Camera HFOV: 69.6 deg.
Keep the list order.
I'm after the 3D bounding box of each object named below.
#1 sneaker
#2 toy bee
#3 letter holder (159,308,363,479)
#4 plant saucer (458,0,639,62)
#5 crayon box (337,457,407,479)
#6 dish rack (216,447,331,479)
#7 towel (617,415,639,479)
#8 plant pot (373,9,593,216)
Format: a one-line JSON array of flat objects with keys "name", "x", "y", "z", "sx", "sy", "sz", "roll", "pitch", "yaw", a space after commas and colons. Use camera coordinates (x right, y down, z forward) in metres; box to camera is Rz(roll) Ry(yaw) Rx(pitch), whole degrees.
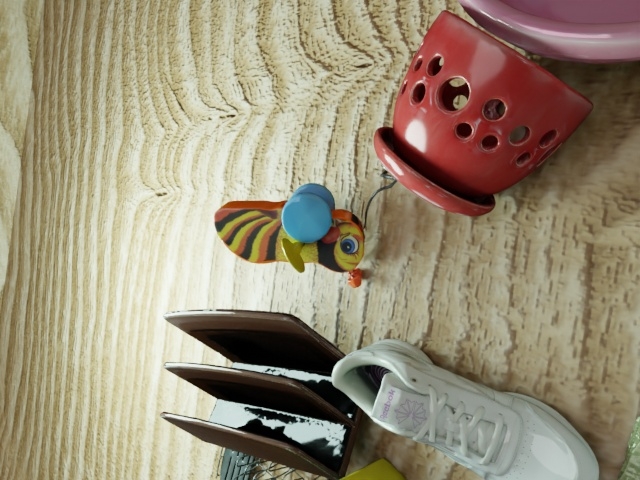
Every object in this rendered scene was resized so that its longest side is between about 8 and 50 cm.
[{"name": "sneaker", "x": 0.144, "y": 0.212, "z": 0.533, "sx": 0.305, "sy": 0.152, "sz": 0.114, "roll": 18, "pitch": 95, "yaw": 38}, {"name": "toy bee", "x": 0.000, "y": 0.000, "z": 0.673, "sx": 0.298, "sy": 0.195, "sz": 0.162, "roll": -4, "pitch": 107, "yaw": 29}, {"name": "letter holder", "x": -0.117, "y": 0.214, "z": 0.681, "sx": 0.302, "sy": 0.214, "sz": 0.152, "roll": -7, "pitch": 48, "yaw": 39}, {"name": "plant saucer", "x": 0.296, "y": -0.301, "z": 0.448, "sx": 0.332, "sy": 0.084, "sz": 0.332, "roll": -8, "pitch": 67, "yaw": 19}, {"name": "crayon box", "x": 0.090, "y": 0.423, "z": 0.450, "sx": 0.363, "sy": 0.313, "sz": 0.106, "roll": 36, "pitch": 108, "yaw": 37}, {"name": "dish rack", "x": -0.093, "y": 0.422, "z": 0.759, "sx": 0.271, "sy": 0.074, "sz": 0.208, "roll": 22, "pitch": 99, "yaw": 39}, {"name": "towel", "x": 0.344, "y": 0.257, "z": 0.442, "sx": 0.110, "sy": 0.027, "sz": 0.148, "roll": 21, "pitch": 98, "yaw": 39}, {"name": "plant pot", "x": 0.172, "y": -0.134, "z": 0.529, "sx": 0.191, "sy": 0.191, "sz": 0.174, "roll": 50, "pitch": 124, "yaw": 32}]
